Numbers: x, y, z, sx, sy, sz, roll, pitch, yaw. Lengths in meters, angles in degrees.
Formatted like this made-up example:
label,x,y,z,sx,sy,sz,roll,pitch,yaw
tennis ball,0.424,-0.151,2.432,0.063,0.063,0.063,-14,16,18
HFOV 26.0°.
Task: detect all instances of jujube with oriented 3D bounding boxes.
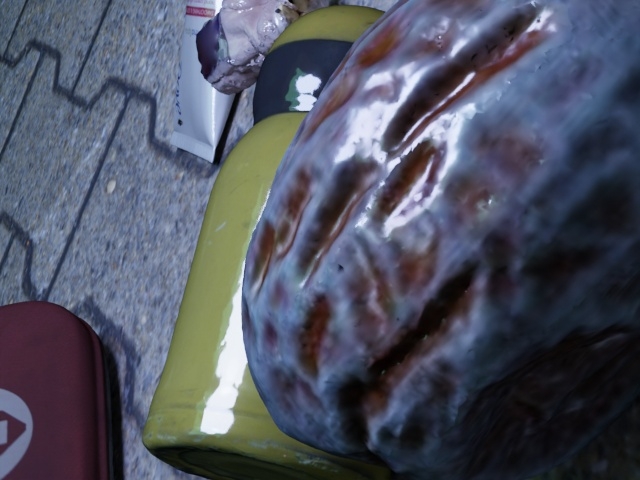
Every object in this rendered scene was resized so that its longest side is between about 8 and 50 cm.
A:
label,x,y,z,sx,sy,sz,roll,pitch,yaw
jujube,0.087,-0.007,0.738,0.308,0.246,0.215,-47,56,13

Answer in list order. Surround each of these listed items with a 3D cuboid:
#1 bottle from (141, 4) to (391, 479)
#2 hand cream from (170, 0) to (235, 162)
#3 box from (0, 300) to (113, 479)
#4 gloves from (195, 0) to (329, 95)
label,x,y,z,sx,sy,sz,roll,pitch,yaw
bottle,0.000,0.000,0.986,0.171,0.171,0.351,-18,53,57
hand cream,-0.111,-0.210,1.449,0.133,0.083,0.248,22,100,65
box,-0.329,0.227,1.364,0.263,0.108,0.404,-15,44,2
gloves,-0.048,-0.192,1.290,0.144,0.094,0.110,-3,76,40
